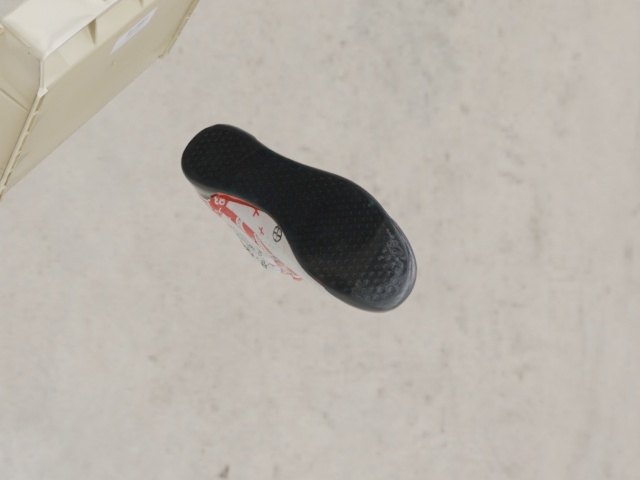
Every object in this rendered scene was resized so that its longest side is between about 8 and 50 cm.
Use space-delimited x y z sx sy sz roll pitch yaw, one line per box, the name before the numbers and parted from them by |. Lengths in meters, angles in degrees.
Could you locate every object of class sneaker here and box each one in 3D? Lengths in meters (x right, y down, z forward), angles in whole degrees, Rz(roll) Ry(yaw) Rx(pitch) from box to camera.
sneaker | 0.000 -0.001 1.254 0.090 0.270 0.145 -51 147 -8

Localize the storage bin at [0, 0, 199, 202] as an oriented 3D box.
storage bin | -0.224 -0.194 1.238 0.123 0.260 0.262 43 58 0
